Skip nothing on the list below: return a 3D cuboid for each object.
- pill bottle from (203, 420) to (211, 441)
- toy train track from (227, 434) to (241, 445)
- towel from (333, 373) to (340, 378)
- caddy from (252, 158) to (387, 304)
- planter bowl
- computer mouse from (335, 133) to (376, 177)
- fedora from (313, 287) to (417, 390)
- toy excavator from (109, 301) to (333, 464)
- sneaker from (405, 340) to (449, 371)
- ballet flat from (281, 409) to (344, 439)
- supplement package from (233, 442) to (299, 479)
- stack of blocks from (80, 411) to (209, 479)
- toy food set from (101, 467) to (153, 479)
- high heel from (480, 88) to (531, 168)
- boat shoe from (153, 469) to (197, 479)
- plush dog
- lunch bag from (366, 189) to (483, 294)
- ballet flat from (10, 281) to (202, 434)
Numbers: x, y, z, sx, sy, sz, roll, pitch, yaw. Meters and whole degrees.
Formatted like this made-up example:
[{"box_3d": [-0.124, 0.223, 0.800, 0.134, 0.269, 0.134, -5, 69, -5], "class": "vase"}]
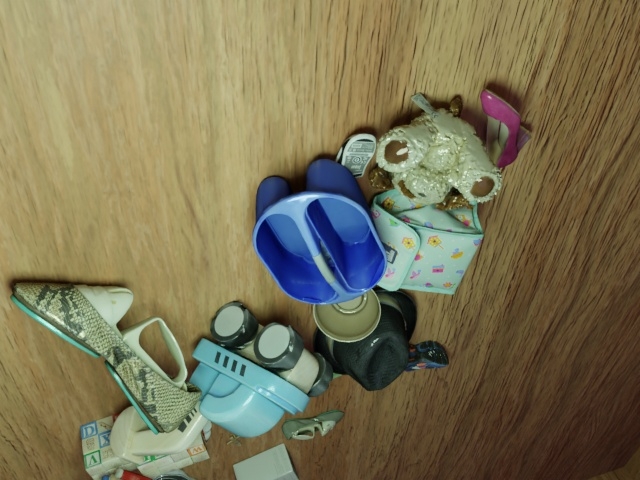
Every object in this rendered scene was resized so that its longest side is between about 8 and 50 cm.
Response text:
[{"box_3d": [-0.351, 0.556, 1.976, 0.067, 0.067, 0.120, 5, 131, -31], "class": "pill bottle"}, {"box_3d": [-0.261, 0.611, 2.123, 0.048, 0.014, 0.083, -31, 145, -5], "class": "toy train track"}, {"box_3d": [0.078, 0.340, 2.006, 0.152, 0.023, 0.113, -26, 137, 3], "class": "towel"}, {"box_3d": [0.000, 0.000, 1.442, 0.241, 0.179, 0.341, -19, 135, 12], "class": "caddy"}, {"box_3d": [0.067, 0.155, 1.708, 0.162, 0.109, 0.162, 1, 105, 5], "class": "planter bowl"}, {"box_3d": [0.063, -0.159, 1.455, 0.106, 0.042, 0.193, 2, 138, -22], "class": "computer mouse"}, {"box_3d": [0.140, 0.289, 1.857, 0.334, 0.152, 0.334, -11, 131, -12], "class": "fedora"}, {"box_3d": [-0.256, 0.383, 1.662, 0.445, 0.433, 0.222, -59, 142, -18], "class": "toy excavator"}, {"box_3d": [0.292, 0.354, 2.095, 0.221, 0.083, 0.087, 8, 143, -26], "class": "sneaker"}, {"box_3d": [-0.017, 0.588, 2.178, 0.213, 0.068, 0.072, -4, 135, -24], "class": "ballet flat"}, {"box_3d": [-0.174, 0.754, 2.245, 0.179, 0.105, 0.105, -22, 140, -5], "class": "supplement package"}, {"box_3d": [-0.458, 0.526, 1.812, 0.297, 0.171, 0.087, -17, 139, -9], "class": "stack of blocks"}, {"box_3d": [-0.472, 0.625, 1.695, 0.104, 0.232, 0.111, 34, 69, -33], "class": "toy food set"}, {"box_3d": [0.373, -0.234, 1.501, 0.117, 0.082, 0.244, -47, 149, 10], "class": "high heel"}, {"box_3d": [-0.438, 0.773, 2.153, 0.080, 0.076, 0.228, -29, 140, 4], "class": "boat shoe"}, {"box_3d": [0.231, -0.163, 1.463, 0.262, 0.210, 0.225, 19, 143, -6], "class": "plush dog"}, {"box_3d": [0.216, 0.004, 1.617, 0.262, 0.160, 0.223, 6, 136, -10], "class": "lunch bag"}, {"box_3d": [-0.425, 0.212, 1.480, 0.182, 0.164, 0.483, -44, 118, -14], "class": "ballet flat"}]
